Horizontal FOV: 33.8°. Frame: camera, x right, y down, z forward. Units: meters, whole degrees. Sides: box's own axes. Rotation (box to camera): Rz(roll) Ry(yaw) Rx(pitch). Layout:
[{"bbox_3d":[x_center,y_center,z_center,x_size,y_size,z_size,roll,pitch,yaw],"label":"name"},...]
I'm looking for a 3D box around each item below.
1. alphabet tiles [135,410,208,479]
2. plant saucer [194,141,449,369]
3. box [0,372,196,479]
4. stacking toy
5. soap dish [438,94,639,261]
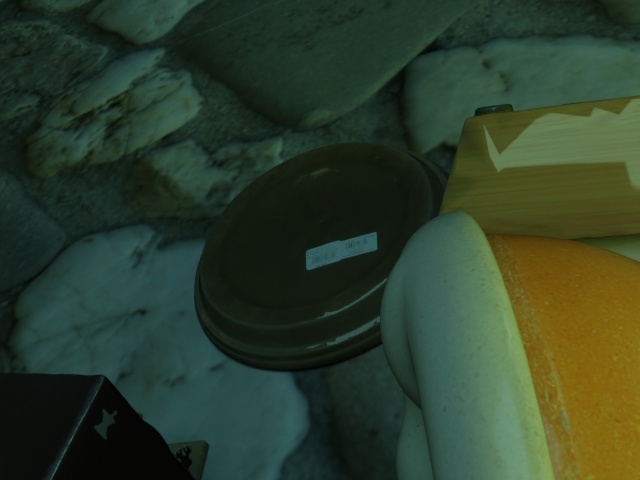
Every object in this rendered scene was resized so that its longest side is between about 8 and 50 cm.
[{"bbox_3d":[-0.212,0.234,0.903,0.237,0.009,0.198,-10,44,21],"label":"alphabet tiles"},{"bbox_3d":[0.000,0.000,0.995,0.278,0.041,0.278,-16,42,15],"label":"plant saucer"},{"bbox_3d":[-0.233,0.212,0.799,0.203,0.168,0.167,-3,46,29],"label":"box"},{"bbox_3d":[0.283,0.130,0.535,0.480,0.350,0.350,-8,42,2],"label":"stacking toy"},{"bbox_3d":[0.232,-0.047,0.734,0.229,0.118,0.291,-4,5,28],"label":"soap dish"}]
